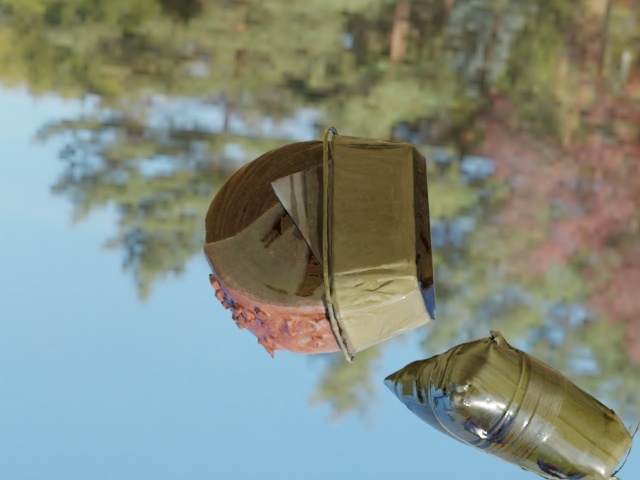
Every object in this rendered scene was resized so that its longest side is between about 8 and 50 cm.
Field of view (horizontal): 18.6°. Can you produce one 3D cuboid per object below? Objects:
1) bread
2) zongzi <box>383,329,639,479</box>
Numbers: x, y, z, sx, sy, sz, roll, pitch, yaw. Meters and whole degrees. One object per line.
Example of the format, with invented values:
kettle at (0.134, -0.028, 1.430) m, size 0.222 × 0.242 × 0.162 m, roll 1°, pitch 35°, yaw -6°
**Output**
bread at (0.000, 0.000, 1.821) m, size 0.212 × 0.142 × 0.224 m, roll -6°, pitch -125°, yaw 8°
zongzi at (0.154, 0.147, 1.550) m, size 0.189 × 0.081 × 0.178 m, roll 32°, pitch 162°, yaw -14°
